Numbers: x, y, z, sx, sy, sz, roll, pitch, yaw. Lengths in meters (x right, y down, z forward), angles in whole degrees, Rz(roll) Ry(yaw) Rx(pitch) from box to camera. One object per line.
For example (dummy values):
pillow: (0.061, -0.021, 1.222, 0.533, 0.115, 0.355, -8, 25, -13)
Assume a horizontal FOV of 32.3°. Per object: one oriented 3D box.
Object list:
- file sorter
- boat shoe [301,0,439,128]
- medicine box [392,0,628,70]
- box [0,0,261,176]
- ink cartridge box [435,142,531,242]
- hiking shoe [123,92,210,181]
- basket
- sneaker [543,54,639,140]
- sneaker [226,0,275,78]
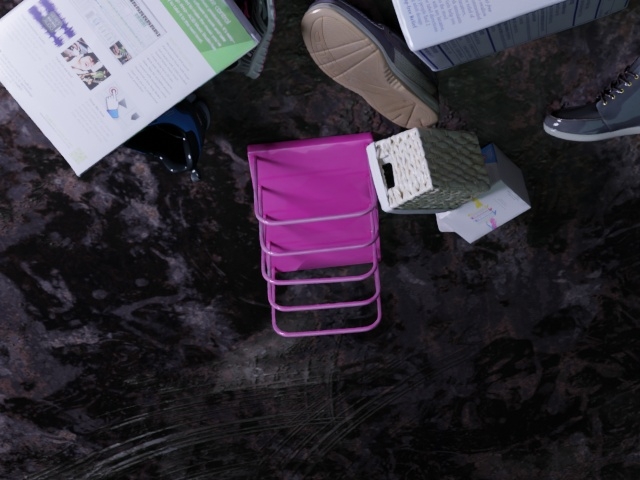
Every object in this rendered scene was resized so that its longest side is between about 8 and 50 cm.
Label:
file sorter: (0.000, 0.000, 1.807, 0.202, 0.182, 0.290, -6, 137, 1)
boat shoe: (0.079, -0.267, 1.602, 0.103, 0.092, 0.285, -17, 141, 39)
medicine box: (0.243, -0.338, 1.405, 0.289, 0.149, 0.263, -18, 179, 12)
box: (-0.274, -0.269, 1.493, 0.322, 0.058, 0.232, -33, 106, 15)
ink cartridge box: (0.257, -0.072, 1.822, 0.143, 0.092, 0.090, -33, 131, 28)
hiking shoe: (-0.283, -0.208, 1.597, 0.304, 0.132, 0.113, 28, 127, -30)
basket: (0.170, -0.110, 1.704, 0.103, 0.113, 0.167, -25, 164, 41)
sneaker: (0.454, -0.226, 1.705, 0.222, 0.083, 0.118, -6, 118, 10)
sneaker: (-0.110, -0.300, 1.567, 0.075, 0.063, 0.170, 1, 141, -15)
